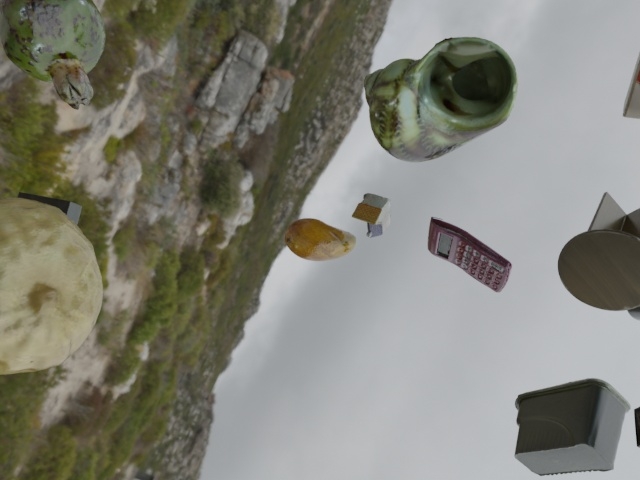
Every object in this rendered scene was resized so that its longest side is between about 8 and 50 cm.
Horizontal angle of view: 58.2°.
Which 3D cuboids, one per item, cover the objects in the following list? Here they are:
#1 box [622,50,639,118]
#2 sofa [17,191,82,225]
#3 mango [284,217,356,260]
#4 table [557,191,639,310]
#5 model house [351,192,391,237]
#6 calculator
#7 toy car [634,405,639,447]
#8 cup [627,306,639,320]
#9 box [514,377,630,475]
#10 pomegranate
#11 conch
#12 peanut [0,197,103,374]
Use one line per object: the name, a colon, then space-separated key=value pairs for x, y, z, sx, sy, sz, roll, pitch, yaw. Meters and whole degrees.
box: x=0.746 y=-0.295 z=1.002 sx=0.214 sy=0.353 sz=0.069 roll=80 pitch=31 yaw=-47
sofa: x=-0.644 y=-0.058 z=1.356 sx=0.060 sy=0.147 sz=0.085 roll=51 pitch=50 yaw=-74
mango: x=-0.004 y=0.003 z=1.352 sx=0.115 sy=0.165 sz=0.089 roll=-45 pitch=150 yaw=-50
table: x=0.567 y=0.003 z=1.098 sx=0.226 sy=0.167 sz=0.167 roll=-42 pitch=171 yaw=-45
model house: x=0.148 y=-0.067 z=1.688 sx=0.100 sy=0.087 sz=0.101 roll=-49 pitch=145 yaw=-37
calculator: x=0.301 y=0.028 z=1.179 sx=0.034 sy=0.190 sz=0.127 roll=-48 pitch=157 yaw=-21
toy car: x=0.743 y=0.362 z=1.089 sx=0.301 sy=0.118 sz=0.193 roll=152 pitch=-55 yaw=-62
cup: x=0.688 y=0.143 z=1.187 sx=0.078 sy=0.100 sz=0.077 roll=-21 pitch=172 yaw=-3
box: x=0.583 y=0.453 z=1.382 sx=0.274 sy=0.138 sz=0.178 roll=-40 pitch=-168 yaw=51
pomegranate: x=-0.492 y=-0.368 z=1.079 sx=0.202 sy=0.248 sz=0.202 roll=-25 pitch=172 yaw=-4
conch: x=0.149 y=-0.193 z=0.763 sx=0.124 sy=0.181 sz=0.187 roll=-81 pitch=-175 yaw=-54
peanut: x=-0.246 y=0.033 z=0.463 sx=0.140 sy=0.159 sz=0.109 roll=-21 pitch=150 yaw=-42
